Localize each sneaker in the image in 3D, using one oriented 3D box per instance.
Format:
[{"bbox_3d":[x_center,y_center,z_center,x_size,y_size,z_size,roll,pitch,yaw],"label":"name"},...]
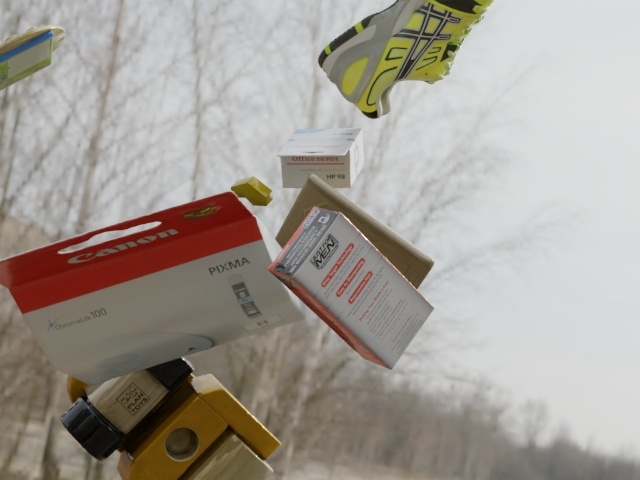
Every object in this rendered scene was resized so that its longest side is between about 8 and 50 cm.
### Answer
[{"bbox_3d":[0.183,-0.333,2.007,0.384,0.147,0.145,-32,3,27],"label":"sneaker"}]

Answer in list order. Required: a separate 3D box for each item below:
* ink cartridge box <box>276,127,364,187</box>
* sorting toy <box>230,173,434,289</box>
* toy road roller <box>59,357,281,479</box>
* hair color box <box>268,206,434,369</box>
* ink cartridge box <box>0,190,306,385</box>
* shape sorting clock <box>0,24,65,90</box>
[{"bbox_3d":[0.001,-0.117,1.895,0.104,0.060,0.180,0,17,10],"label":"ink cartridge box"},{"bbox_3d":[0.000,0.000,1.844,0.307,0.041,0.229,36,-42,6],"label":"sorting toy"},{"bbox_3d":[-0.243,0.274,1.997,0.329,0.202,0.240,47,-6,-19],"label":"toy road roller"},{"bbox_3d":[0.028,0.042,1.115,0.141,0.072,0.043,46,-16,-32],"label":"hair color box"},{"bbox_3d":[-0.198,0.067,1.535,0.308,0.091,0.385,-17,-15,4],"label":"ink cartridge box"},{"bbox_3d":[-0.524,-0.306,2.181,0.206,0.040,0.206,-33,-6,-4],"label":"shape sorting clock"}]
